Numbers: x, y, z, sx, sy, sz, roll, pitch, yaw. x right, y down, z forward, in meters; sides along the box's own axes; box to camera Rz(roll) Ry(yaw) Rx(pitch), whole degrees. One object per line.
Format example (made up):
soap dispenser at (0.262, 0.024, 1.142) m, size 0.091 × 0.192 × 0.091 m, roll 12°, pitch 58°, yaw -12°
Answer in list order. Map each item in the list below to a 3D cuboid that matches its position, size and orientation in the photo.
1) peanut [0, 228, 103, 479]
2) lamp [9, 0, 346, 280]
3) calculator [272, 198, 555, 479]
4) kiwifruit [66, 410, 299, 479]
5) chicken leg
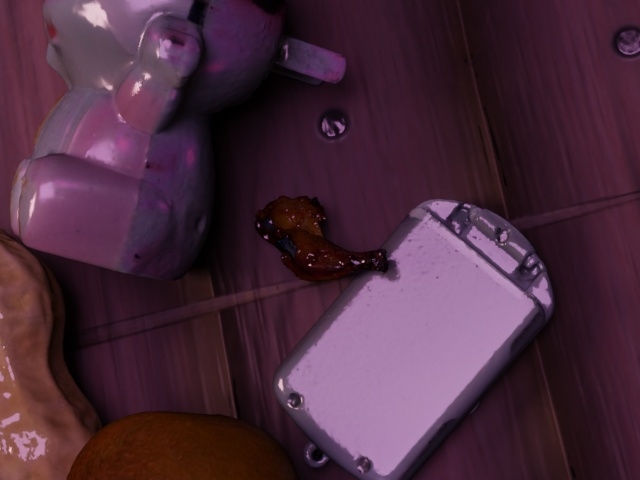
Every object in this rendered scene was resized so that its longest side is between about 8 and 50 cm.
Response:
peanut at (-0.247, 0.099, 1.062) m, size 0.125 × 0.111 × 0.274 m, roll -34°, pitch 73°, yaw 29°
lamp at (-0.114, -0.120, 1.040) m, size 0.247 × 0.247 × 0.301 m, roll 16°, pitch 89°, yaw -14°
calculator at (0.070, 0.081, 1.017) m, size 0.141 × 0.045 × 0.246 m, roll 40°, pitch 90°, yaw 19°
kiwifruit at (-0.101, 0.242, 0.953) m, size 0.196 × 0.196 × 0.234 m, roll 0°, pitch 85°, yaw 15°
chicken leg at (-0.003, 0.004, 1.040) m, size 0.062 × 0.037 × 0.145 m, roll -55°, pitch 46°, yaw 4°
